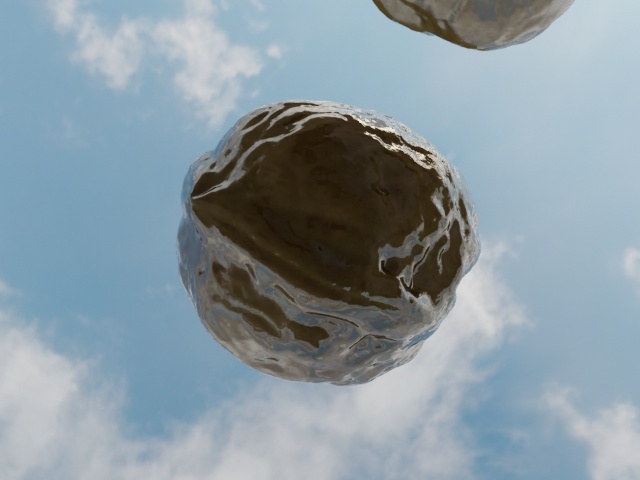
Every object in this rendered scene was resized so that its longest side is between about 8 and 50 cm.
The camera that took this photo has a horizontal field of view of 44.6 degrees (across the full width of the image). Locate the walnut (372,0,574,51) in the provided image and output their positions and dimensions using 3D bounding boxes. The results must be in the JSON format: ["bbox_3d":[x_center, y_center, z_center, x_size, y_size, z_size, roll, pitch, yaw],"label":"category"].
[{"bbox_3d":[0.076,-0.183,0.407,0.149,0.166,0.166,-27,-108,-38],"label":"walnut"}]

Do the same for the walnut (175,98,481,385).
[{"bbox_3d":[0.001,0.003,0.842,0.344,0.306,0.306,15,-124,-39],"label":"walnut"}]
